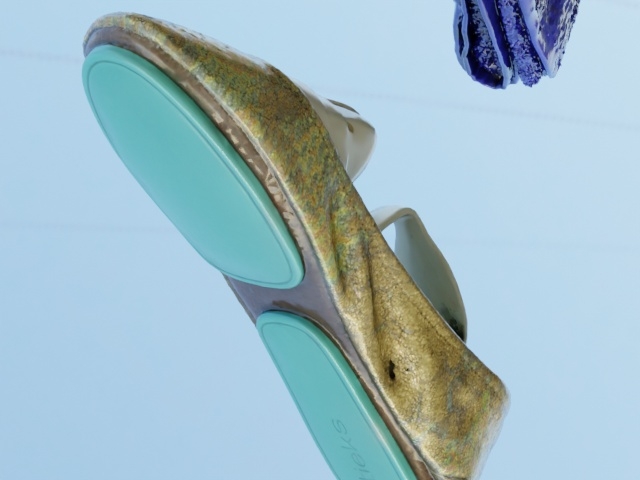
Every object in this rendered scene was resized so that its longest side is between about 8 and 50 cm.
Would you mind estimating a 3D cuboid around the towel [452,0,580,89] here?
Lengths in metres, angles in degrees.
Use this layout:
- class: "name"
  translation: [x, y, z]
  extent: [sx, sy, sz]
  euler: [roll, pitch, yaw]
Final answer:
- class: "towel"
  translation: [0.147, -0.261, 1.183]
  extent: [0.227, 0.076, 0.308]
  euler: [55, -129, -71]

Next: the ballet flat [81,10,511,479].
- class: "ballet flat"
  translation: [0.000, 0.000, 1.012]
  extent: [0.348, 0.123, 0.123]
  euler: [59, -151, -30]
